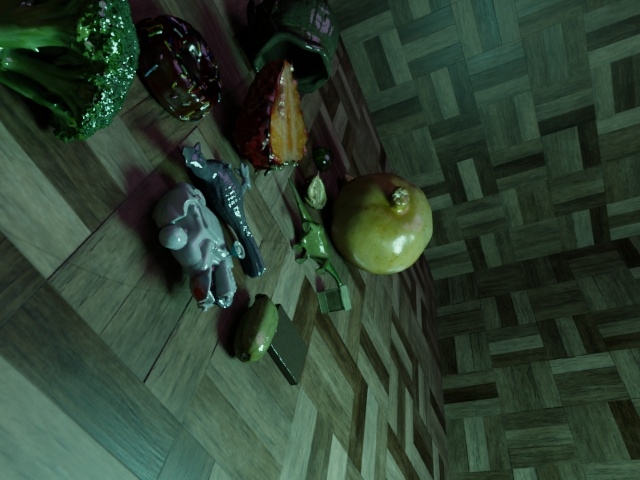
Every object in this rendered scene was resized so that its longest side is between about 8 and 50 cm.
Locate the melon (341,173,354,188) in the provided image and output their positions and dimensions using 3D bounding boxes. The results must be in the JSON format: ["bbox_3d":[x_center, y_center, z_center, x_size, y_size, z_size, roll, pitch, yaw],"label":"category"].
[{"bbox_3d":[0.129,-0.227,2.028,0.128,0.079,0.160,54,23,-3],"label":"melon"}]

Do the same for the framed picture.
[{"bbox_3d":[-0.089,0.263,1.165,0.128,0.023,0.168,-75,144,-53],"label":"framed picture"}]

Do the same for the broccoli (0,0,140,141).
[{"bbox_3d":[-0.361,-0.252,0.577,0.254,0.269,0.269,69,20,0],"label":"broccoli"}]

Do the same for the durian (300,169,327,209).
[{"bbox_3d":[-0.030,-0.171,1.563,0.110,0.071,0.140,18,72,-60],"label":"durian"}]

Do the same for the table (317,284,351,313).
[{"bbox_3d":[0.044,0.192,1.476,0.062,0.083,0.079,1,75,-68],"label":"table"}]

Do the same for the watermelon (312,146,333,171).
[{"bbox_3d":[0.017,-0.326,1.811,0.105,0.062,0.105,45,35,-44],"label":"watermelon"}]

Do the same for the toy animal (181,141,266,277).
[{"bbox_3d":[-0.209,-0.105,1.045,0.205,0.081,0.367,-89,162,-47],"label":"toy animal"}]

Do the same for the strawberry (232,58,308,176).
[{"bbox_3d":[-0.150,-0.312,1.214,0.253,0.150,0.280,-57,143,-51],"label":"strawberry"}]

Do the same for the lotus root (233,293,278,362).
[{"bbox_3d":[-0.135,0.186,1.006,0.077,0.090,0.183,36,31,-16],"label":"lotus root"}]

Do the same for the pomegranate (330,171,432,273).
[{"bbox_3d":[0.228,-0.071,1.723,0.411,0.412,0.411,-15,90,-70],"label":"pomegranate"}]

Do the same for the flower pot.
[{"bbox_3d":[-0.098,-0.621,1.437,0.302,0.302,0.213,35,56,-60],"label":"flower pot"}]

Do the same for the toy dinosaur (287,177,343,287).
[{"bbox_3d":[0.000,0.000,1.501,0.301,0.087,0.447,-39,118,-67],"label":"toy dinosaur"}]

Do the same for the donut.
[{"bbox_3d":[-0.297,-0.377,0.994,0.235,0.089,0.235,50,31,-45],"label":"donut"}]

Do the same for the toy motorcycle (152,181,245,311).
[{"bbox_3d":[-0.236,0.002,0.845,0.171,0.110,0.260,19,49,-69],"label":"toy motorcycle"}]
